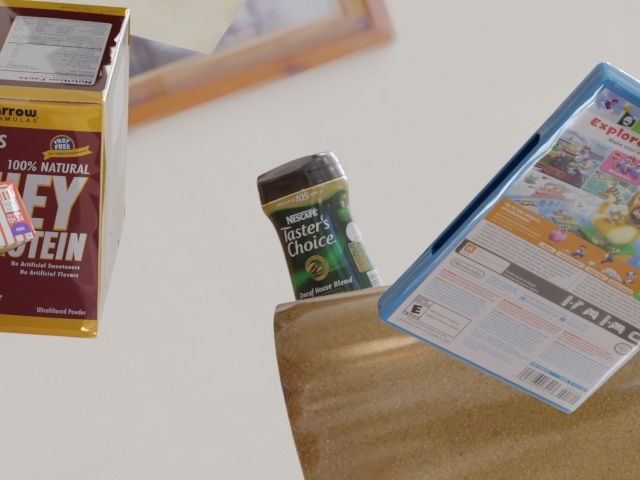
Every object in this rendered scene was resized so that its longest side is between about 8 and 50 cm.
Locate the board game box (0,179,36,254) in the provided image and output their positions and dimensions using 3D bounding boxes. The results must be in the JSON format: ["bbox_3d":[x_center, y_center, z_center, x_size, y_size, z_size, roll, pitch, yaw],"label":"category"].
[{"bbox_3d":[-0.302,0.023,1.139,0.147,0.193,0.045,-19,86,-66],"label":"board game box"}]

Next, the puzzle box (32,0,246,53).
[{"bbox_3d":[-0.168,-0.330,1.711,0.052,0.272,0.409,45,19,27],"label":"puzzle box"}]

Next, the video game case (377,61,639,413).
[{"bbox_3d":[0.121,0.004,0.813,0.119,0.166,0.015,27,34,-22],"label":"video game case"}]

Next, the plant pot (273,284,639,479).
[{"bbox_3d":[0.126,0.114,1.122,0.237,0.254,0.237,-19,90,-85],"label":"plant pot"}]

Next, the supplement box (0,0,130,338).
[{"bbox_3d":[-0.219,-0.058,1.339,0.194,0.129,0.191,-89,-176,-63],"label":"supplement box"}]

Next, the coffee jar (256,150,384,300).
[{"bbox_3d":[0.000,0.000,1.921,0.079,0.096,0.184,-17,88,-64],"label":"coffee jar"}]
